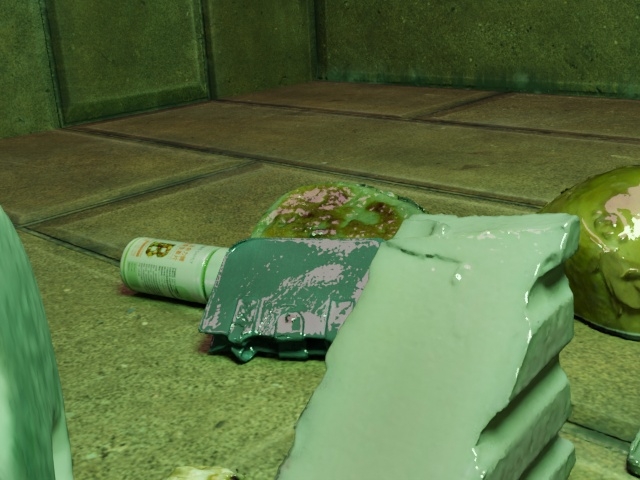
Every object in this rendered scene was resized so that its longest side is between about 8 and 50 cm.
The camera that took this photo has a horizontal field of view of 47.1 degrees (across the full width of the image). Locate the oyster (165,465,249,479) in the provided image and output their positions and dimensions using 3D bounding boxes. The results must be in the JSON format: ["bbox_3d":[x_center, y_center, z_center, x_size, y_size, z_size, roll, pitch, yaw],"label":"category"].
[{"bbox_3d":[-0.084,0.249,0.396,0.166,0.094,0.294,41,22,5],"label":"oyster"}]

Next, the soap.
[{"bbox_3d":[0.066,0.128,0.535,0.158,0.258,0.302,12,25,34],"label":"soap"}]

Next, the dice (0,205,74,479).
[{"bbox_3d":[-0.329,0.146,0.410,0.327,0.348,0.330,-9,19,-13],"label":"dice"}]

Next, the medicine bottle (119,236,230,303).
[{"bbox_3d":[-0.196,0.045,1.070,0.183,0.086,0.086,6,21,26],"label":"medicine bottle"}]

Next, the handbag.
[{"bbox_3d":[-0.023,0.075,0.918,0.229,0.062,0.179,0,43,14],"label":"handbag"}]

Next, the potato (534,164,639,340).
[{"bbox_3d":[0.401,-0.012,0.990,0.246,0.196,0.299,-11,19,-25],"label":"potato"}]

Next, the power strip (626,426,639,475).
[{"bbox_3d":[0.405,0.165,0.668,0.198,0.065,0.213,8,23,34],"label":"power strip"}]

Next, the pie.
[{"bbox_3d":[0.035,-0.001,1.104,0.302,0.067,0.303,-5,35,3],"label":"pie"}]
